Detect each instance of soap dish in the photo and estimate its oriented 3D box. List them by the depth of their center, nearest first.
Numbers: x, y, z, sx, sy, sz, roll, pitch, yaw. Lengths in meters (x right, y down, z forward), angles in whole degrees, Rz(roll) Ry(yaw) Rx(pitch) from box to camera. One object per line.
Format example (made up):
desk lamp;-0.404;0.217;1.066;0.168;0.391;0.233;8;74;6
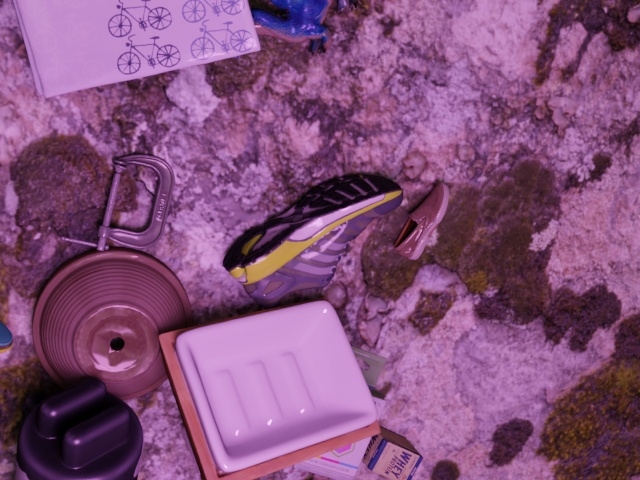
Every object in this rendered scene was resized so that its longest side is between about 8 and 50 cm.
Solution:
soap dish;-0.078;0.221;1.249;0.290;0.118;0.229;-10;68;-34

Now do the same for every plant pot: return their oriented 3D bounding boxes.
plant pot;-0.300;0.136;1.251;0.237;0.110;0.237;-4;104;-17

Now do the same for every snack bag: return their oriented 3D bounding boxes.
snack bag;-0.270;-0.389;1.142;0.323;0.037;0.343;-11;105;2

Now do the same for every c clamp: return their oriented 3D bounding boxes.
c clamp;-0.286;-0.055;1.248;0.137;0.022;0.161;19;84;-20

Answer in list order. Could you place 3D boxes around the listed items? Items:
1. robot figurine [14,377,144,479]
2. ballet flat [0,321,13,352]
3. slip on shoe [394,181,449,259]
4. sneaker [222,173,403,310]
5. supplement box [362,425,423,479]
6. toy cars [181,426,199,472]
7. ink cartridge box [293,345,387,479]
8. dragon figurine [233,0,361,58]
robot figurine;-0.346;0.326;1.211;0.173;0.209;0.278;7;128;-14
ballet flat;-0.550;0.114;1.198;0.231;0.077;0.077;28;114;-17
slip on shoe;0.163;-0.035;1.385;0.041;0.051;0.135;22;102;-22
sneaker;0.000;0.000;1.326;0.300;0.111;0.121;-30;122;-5
supplement box;0.113;0.357;1.435;0.083;0.083;0.056;28;93;-20
toy cars;-0.158;0.385;1.306;0.176;0.087;0.394;19;60;14
ink cartridge box;0.035;0.283;1.407;0.109;0.062;0.209;22;94;-19
dragon figurine;-0.024;-0.364;1.237;0.144;0.085;0.289;36;91;-21
